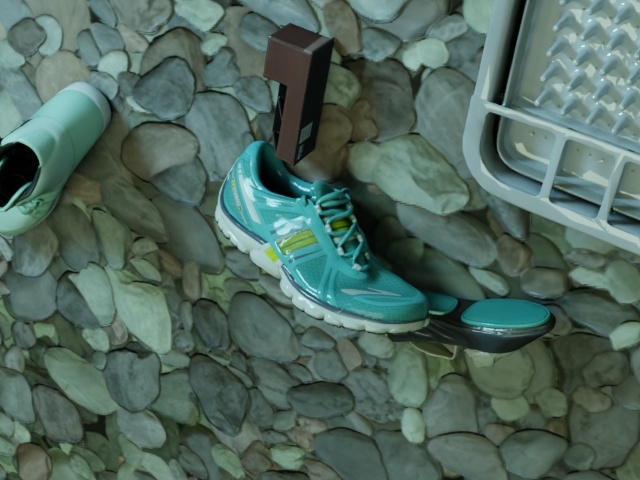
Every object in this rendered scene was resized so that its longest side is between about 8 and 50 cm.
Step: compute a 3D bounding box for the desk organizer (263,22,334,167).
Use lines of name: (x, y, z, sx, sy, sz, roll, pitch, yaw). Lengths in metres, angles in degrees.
desk organizer: (-0.028, -0.145, 1.303, 0.050, 0.047, 0.130, 24, 127, 18)

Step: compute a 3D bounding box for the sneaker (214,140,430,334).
sneaker: (0.000, 0.000, 1.315, 0.275, 0.107, 0.110, 37, 119, 27)

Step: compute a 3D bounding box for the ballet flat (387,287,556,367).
ballet flat: (0.146, 0.090, 1.331, 0.203, 0.074, 0.074, 7, 121, 33)

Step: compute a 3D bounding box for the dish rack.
dish rack: (0.282, -0.150, 1.098, 0.286, 0.072, 0.332, 24, 128, 20)

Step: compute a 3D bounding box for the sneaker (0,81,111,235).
sneaker: (-0.346, -0.066, 1.464, 0.094, 0.151, 0.256, 44, 131, -2)
